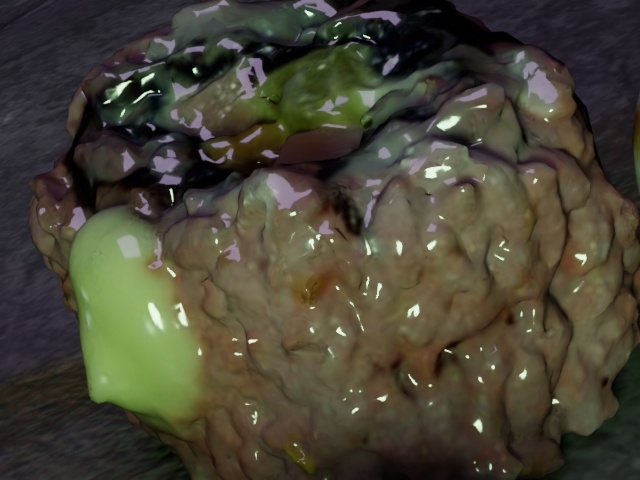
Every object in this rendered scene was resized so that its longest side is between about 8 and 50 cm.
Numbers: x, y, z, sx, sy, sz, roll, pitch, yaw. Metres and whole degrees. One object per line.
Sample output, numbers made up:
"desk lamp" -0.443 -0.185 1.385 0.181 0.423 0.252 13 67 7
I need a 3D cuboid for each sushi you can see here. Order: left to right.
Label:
"sushi" 0.000 0.000 0.763 0.237 0.170 0.270 -29 29 -19

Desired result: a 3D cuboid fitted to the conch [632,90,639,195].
"conch" 0.211 -0.035 0.684 0.183 0.148 0.275 -19 27 -13
